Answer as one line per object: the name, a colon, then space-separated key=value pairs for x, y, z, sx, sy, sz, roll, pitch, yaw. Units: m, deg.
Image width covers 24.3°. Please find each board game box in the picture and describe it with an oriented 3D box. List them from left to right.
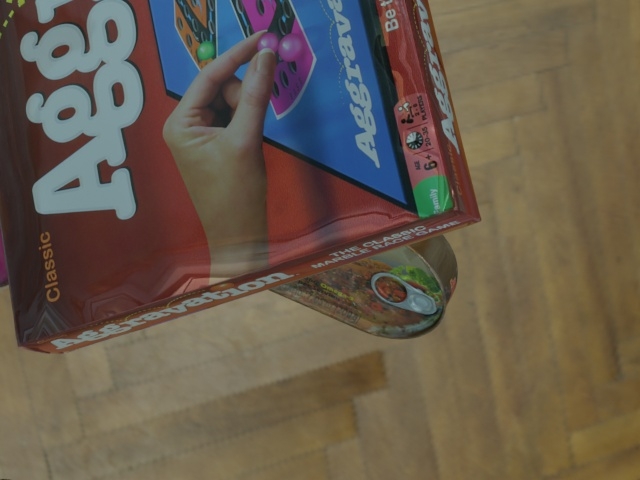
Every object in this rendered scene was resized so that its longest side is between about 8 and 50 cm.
board game box: x=-0.051 y=-0.118 z=0.465 sx=0.027 sy=0.145 sz=0.281 roll=20 pitch=55 yaw=-63

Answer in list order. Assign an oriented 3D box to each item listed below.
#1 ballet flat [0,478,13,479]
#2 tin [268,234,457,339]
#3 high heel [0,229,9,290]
ballet flat: x=-0.189 y=0.242 z=0.878 sx=0.084 sy=0.250 sz=0.058 roll=-41 pitch=134 yaw=23
tin: x=0.000 y=0.000 z=0.975 sx=0.190 sy=0.106 sz=0.040 roll=24 pitch=56 yaw=10
high heel: x=-0.267 y=-0.051 z=0.861 sx=0.127 sy=0.377 sz=0.181 roll=-3 pitch=92 yaw=12
